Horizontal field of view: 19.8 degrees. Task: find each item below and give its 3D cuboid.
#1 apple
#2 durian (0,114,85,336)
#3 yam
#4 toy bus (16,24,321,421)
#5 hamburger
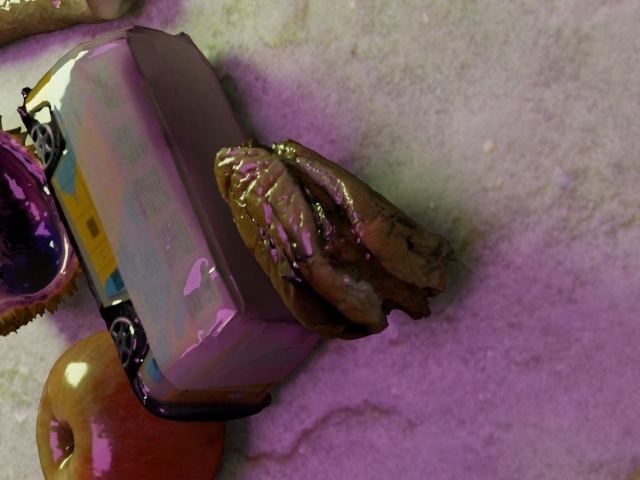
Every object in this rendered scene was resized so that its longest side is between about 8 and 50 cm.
[{"bbox_3d":[-0.182,0.184,1.778,0.209,0.164,0.210,4,95,58],"label":"apple"},{"bbox_3d":[-0.341,-0.013,1.967,0.261,0.153,0.186,69,156,11],"label":"durian"},{"bbox_3d":[-0.321,-0.248,1.970,0.356,0.081,0.081,-3,89,48],"label":"yam"},{"bbox_3d":[-0.133,-0.033,1.726,0.162,0.171,0.386,-40,62,28],"label":"toy bus"},{"bbox_3d":[0.000,0.000,1.554,0.206,0.183,0.130,36,90,40],"label":"hamburger"}]
